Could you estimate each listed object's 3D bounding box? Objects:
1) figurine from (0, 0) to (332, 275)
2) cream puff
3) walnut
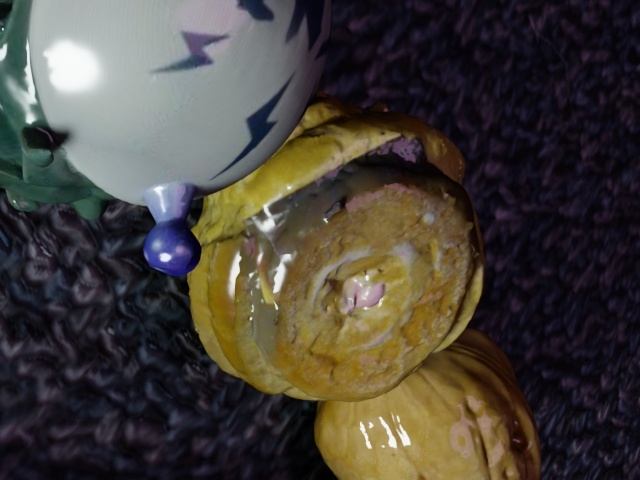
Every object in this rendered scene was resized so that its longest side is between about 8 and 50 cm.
[{"bbox_3d":[-0.068,-0.182,0.774,0.261,0.186,0.381,20,86,-46],"label":"figurine"},{"bbox_3d":[0.000,0.000,0.932,0.189,0.129,0.189,-15,122,-25],"label":"cream puff"},{"bbox_3d":[0.072,0.129,1.046,0.144,0.144,0.180,-42,120,-38],"label":"walnut"}]
